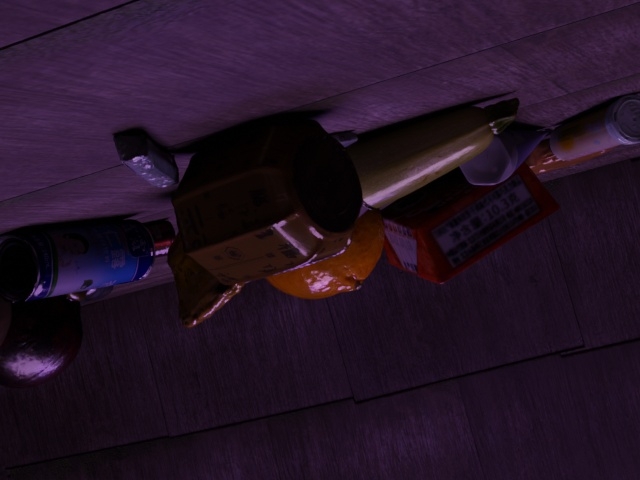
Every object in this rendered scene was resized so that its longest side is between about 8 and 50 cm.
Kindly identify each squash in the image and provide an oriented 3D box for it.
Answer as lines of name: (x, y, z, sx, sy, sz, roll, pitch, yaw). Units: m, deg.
squash: (0.143, -0.121, 1.487, 0.224, 0.094, 0.094, -24, 174, 20)

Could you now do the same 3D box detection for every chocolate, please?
chocolate: (0.226, -0.043, 1.955, 0.237, 0.108, 0.235, -30, -164, -10)

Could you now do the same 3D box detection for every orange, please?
orange: (-0.002, -0.001, 1.958, 0.219, 0.193, 0.219, -13, 160, -5)

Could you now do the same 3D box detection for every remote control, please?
remote control: (-0.027, -0.100, 1.491, 0.050, 0.027, 0.184, -13, 173, -41)

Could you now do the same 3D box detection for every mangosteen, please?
mangosteen: (-0.449, 0.116, 1.841, 0.216, 0.216, 0.216, -14, 177, -1)

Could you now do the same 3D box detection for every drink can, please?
drink can: (-0.339, 0.025, 1.673, 0.097, 0.097, 0.235, -16, 176, 33)

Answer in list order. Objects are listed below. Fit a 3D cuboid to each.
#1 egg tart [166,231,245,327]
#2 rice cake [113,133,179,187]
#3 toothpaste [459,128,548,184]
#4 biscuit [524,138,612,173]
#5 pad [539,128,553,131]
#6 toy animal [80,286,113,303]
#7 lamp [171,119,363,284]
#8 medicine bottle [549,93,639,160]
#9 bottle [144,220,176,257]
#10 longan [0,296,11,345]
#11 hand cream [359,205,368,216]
egg tart: (-0.134, 0.004, 1.619, 0.241, 0.106, 0.241, -48, -165, 18)
rice cake: (-0.165, -0.076, 1.164, 0.033, 0.033, 0.207, -13, 177, 1)
toothpaste: (0.270, -0.133, 1.829, 0.125, 0.080, 0.371, -16, -177, 17)
biscuit: (0.400, -0.149, 2.323, 0.354, 0.052, 0.275, -15, 177, -2)
pad: (0.323, -0.167, 2.076, 0.157, 0.003, 0.112, -15, 176, 18)
toy animal: (-0.469, 0.075, 2.177, 0.137, 0.082, 0.269, -18, 172, 18)
lamp: (-0.055, -0.039, 1.261, 0.185, 0.161, 0.161, -13, 178, 42)
medicine bottle: (0.435, -0.171, 1.890, 0.073, 0.074, 0.218, -13, 179, -16)
bottle: (-0.312, 0.011, 1.899, 0.164, 0.060, 0.060, -12, 177, -25)
longan: (-0.505, 0.098, 1.637, 0.167, 0.167, 0.187, -13, -170, -20)
hand cream: (-0.025, -0.013, 1.675, 0.248, 0.083, 0.133, -42, -174, -35)
